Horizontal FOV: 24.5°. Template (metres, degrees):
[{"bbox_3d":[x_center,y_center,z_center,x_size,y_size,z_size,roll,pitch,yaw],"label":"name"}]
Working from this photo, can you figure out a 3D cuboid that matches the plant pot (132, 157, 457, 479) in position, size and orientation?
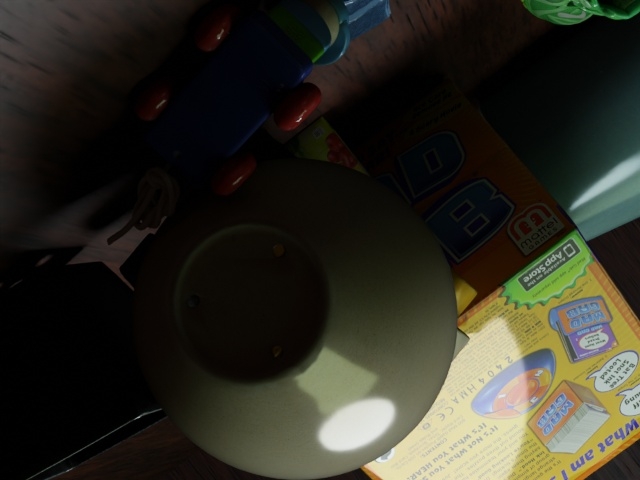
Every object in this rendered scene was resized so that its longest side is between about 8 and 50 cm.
[{"bbox_3d":[-0.038,0.057,1.217,0.284,0.284,0.191,-38,167,4],"label":"plant pot"}]

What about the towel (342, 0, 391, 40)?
[{"bbox_3d":[0.032,-0.205,1.261,0.067,0.029,0.119,-35,171,-9],"label":"towel"}]

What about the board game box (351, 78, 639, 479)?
[{"bbox_3d":[0.165,0.100,1.813,0.356,0.356,0.356,-37,129,5],"label":"board game box"}]

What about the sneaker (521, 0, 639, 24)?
[{"bbox_3d":[0.287,-0.277,1.572,0.109,0.123,0.295,-37,172,-2],"label":"sneaker"}]

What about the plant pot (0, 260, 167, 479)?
[{"bbox_3d":[-0.243,0.121,1.389,0.188,0.167,0.187,-29,174,16],"label":"plant pot"}]

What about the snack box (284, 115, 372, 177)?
[{"bbox_3d":[0.000,0.000,1.613,0.174,0.207,0.070,-37,169,4],"label":"snack box"}]

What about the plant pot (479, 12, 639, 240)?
[{"bbox_3d":[0.428,-0.175,2.083,0.334,0.341,0.341,-30,172,11],"label":"plant pot"}]

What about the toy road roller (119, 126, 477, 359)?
[{"bbox_3d":[-0.009,0.049,1.443,0.202,0.329,0.240,-51,162,1],"label":"toy road roller"}]

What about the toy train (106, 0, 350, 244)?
[{"bbox_3d":[-0.079,-0.101,1.191,0.248,0.105,0.143,-44,-178,37],"label":"toy train"}]
